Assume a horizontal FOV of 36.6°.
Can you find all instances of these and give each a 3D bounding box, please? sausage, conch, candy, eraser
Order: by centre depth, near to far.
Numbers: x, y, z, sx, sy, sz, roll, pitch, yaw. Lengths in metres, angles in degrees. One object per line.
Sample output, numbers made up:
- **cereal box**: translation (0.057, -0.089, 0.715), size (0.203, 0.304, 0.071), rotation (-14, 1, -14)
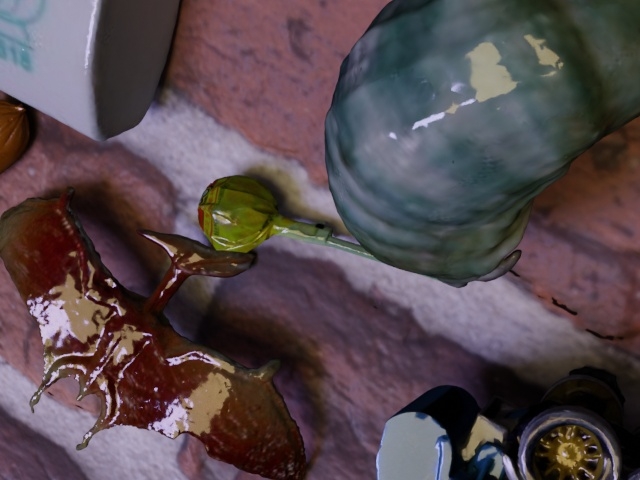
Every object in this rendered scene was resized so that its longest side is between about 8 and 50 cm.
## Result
- **conch**: translation (0.102, -0.099, 0.521), size (0.196, 0.220, 0.277), rotation (4, 100, 3)
- **candy**: translation (0.000, 0.000, 0.703), size (0.194, 0.062, 0.058), rotation (17, 73, 13)
- **eraser**: translation (-0.247, -0.216, 0.718), size (0.290, 0.104, 0.189), rotation (27, 117, 17)
- **sausage**: translation (-0.318, -0.070, 0.846), size (0.183, 0.054, 0.062), rotation (-18, 128, 31)

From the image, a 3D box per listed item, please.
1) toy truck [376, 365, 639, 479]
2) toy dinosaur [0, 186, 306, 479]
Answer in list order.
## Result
- **toy truck**: translation (0.206, 0.203, 0.580), size (0.367, 0.146, 0.175), rotation (27, 100, 17)
- **toy dinosaur**: translation (-0.156, 0.073, 0.800), size (0.328, 0.113, 0.206), rotation (13, 90, 13)
